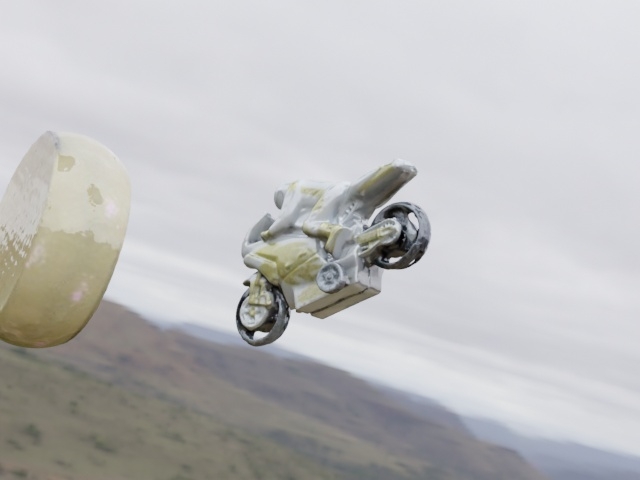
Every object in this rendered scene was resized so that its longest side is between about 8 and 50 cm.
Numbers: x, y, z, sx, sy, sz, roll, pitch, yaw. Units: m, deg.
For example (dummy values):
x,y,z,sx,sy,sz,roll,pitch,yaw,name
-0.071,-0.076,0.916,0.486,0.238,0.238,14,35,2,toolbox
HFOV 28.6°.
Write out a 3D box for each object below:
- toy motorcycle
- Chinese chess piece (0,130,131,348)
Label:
x,y,z,sx,sy,sz,roll,pitch,yaw,name
0.000,0.000,1.156,0.228,0.151,0.074,-32,-34,30,toy motorcycle
-0.306,0.000,1.425,0.097,0.251,0.251,21,-7,-27,Chinese chess piece
